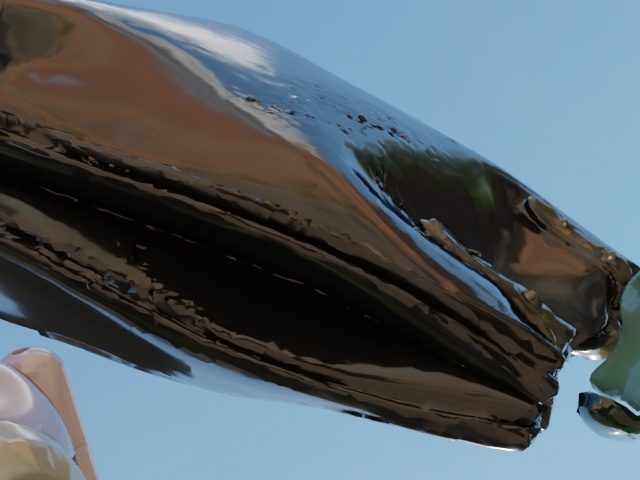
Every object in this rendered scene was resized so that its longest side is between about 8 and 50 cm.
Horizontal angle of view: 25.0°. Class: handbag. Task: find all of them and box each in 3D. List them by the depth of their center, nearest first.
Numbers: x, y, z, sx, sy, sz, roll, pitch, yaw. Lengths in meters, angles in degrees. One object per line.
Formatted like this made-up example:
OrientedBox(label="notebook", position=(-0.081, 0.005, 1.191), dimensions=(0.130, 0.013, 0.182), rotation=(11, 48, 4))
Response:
OrientedBox(label="handbag", position=(0.000, 0.000, 0.660), dimensions=(0.342, 0.288, 0.152), rotation=(-12, -57, -66))

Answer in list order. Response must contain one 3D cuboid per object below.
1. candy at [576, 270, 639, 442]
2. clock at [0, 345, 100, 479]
OrientedBox(label="candy", position=(0.165, -0.045, 0.199), dimensions=(0.172, 0.398, 0.263), rotation=(41, -92, -9))
OrientedBox(label="clock", position=(-0.313, 0.201, 0.997), dimensions=(0.342, 0.326, 0.184), rotation=(-21, -80, 0))
